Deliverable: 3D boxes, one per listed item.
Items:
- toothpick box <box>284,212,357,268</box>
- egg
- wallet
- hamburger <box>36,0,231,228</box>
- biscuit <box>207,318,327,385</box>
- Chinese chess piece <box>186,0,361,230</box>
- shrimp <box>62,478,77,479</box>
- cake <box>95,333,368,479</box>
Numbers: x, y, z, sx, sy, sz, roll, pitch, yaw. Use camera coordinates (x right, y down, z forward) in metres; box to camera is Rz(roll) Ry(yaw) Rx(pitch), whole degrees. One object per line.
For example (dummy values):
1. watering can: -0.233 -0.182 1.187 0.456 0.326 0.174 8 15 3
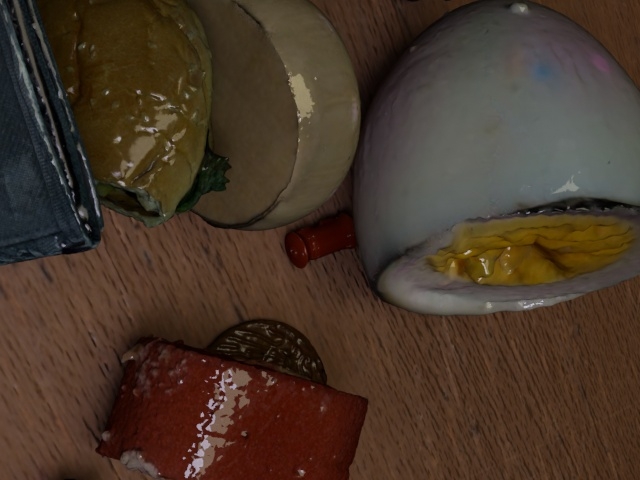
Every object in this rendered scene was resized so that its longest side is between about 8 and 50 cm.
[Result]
1. toothpick box: 0.000 0.000 1.096 0.083 0.047 0.047 -20 104 -31
2. egg: 0.205 -0.116 1.070 0.354 0.354 0.340 10 63 -34
3. wallet: -0.332 -0.083 0.719 0.075 0.342 0.237 -42 118 -59
4. hamburger: -0.215 -0.148 0.822 0.308 0.132 0.211 21 81 8
5. biscuit: -0.069 0.186 1.071 0.187 0.027 0.188 -2 93 -35
6. Chinese chess piece: -0.076 -0.132 0.915 0.103 0.249 0.250 -23 105 -45
7. shrimp: -0.299 0.448 0.894 0.221 0.110 0.446 20 85 -25
8. cake: -0.082 0.193 0.942 0.283 0.177 0.151 23 83 -27
